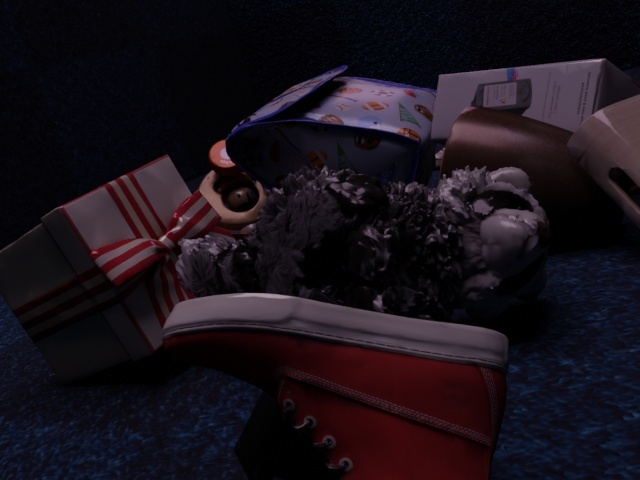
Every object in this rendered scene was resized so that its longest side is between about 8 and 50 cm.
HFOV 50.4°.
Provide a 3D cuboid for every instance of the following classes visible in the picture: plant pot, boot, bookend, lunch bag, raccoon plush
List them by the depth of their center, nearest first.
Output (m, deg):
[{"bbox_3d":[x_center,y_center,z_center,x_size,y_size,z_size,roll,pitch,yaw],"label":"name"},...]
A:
[{"bbox_3d":[-0.002,0.134,0.458,0.244,0.176,0.088,8,-17,6],"label":"boot"},{"bbox_3d":[0.035,0.147,0.580,0.157,0.156,0.072,26,-1,-20],"label":"bookend"},{"bbox_3d":[0.056,-0.010,0.823,0.299,0.216,0.446,-14,23,-39],"label":"raccoon plush"},{"bbox_3d":[0.321,-0.082,0.996,0.230,0.215,0.215,11,27,32],"label":"plant pot"},{"bbox_3d":[0.038,-0.214,1.394,0.385,0.239,0.328,14,30,14],"label":"lunch bag"}]

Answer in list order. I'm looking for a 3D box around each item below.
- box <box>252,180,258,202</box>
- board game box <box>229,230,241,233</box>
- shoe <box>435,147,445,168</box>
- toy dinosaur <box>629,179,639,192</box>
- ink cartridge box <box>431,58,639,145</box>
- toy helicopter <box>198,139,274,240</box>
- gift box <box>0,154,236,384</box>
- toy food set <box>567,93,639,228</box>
[{"bbox_3d":[-0.038,-0.123,1.660,0.247,0.142,0.163,-15,14,2],"label":"box"},{"bbox_3d":[-0.290,-0.033,1.773,0.194,0.060,0.194,-2,20,46],"label":"board game box"},{"bbox_3d":[0.376,-0.238,1.818,0.219,0.058,0.076,-11,14,22],"label":"shoe"},{"bbox_3d":[0.544,-0.091,1.111,0.082,0.047,0.090,20,71,53],"label":"toy dinosaur"},{"bbox_3d":[0.383,-0.211,1.181,0.226,0.131,0.306,10,-2,-43],"label":"ink cartridge box"},{"bbox_3d":[-0.090,-0.073,1.457,0.355,0.140,0.235,6,58,3],"label":"toy helicopter"},{"bbox_3d":[-0.275,0.051,1.003,0.258,0.276,0.255,-25,15,35],"label":"gift box"},{"bbox_3d":[0.510,-0.102,0.878,0.306,0.092,0.220,-21,58,-14],"label":"toy food set"}]
